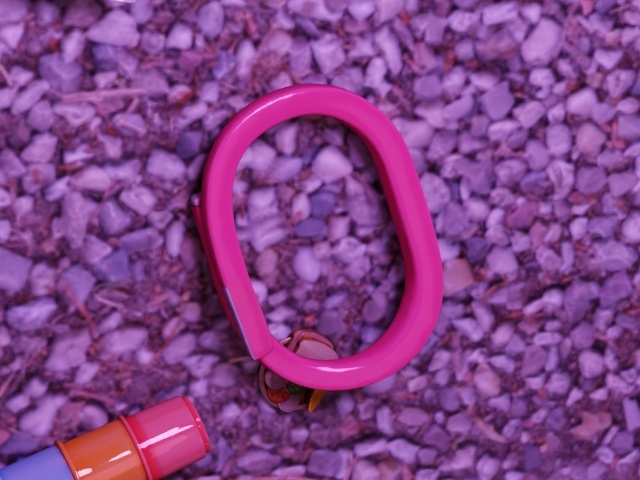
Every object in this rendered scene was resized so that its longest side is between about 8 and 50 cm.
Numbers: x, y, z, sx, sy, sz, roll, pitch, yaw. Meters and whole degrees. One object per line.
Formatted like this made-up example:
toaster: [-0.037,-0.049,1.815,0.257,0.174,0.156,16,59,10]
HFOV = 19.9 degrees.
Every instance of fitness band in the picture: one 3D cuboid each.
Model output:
fitness band: [0.000,0.000,1.679,0.209,0.054,0.291,-21,105,-15]

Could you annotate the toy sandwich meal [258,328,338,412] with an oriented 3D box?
toy sandwich meal: [-0.018,0.127,1.742,0.085,0.029,0.086,-7,110,-19]

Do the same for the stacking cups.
stacking cups: [-0.250,0.233,1.648,0.316,0.096,0.096,-23,114,-13]

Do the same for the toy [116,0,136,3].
toy: [-0.260,-0.282,1.495,0.237,0.056,0.137,6,109,-18]
